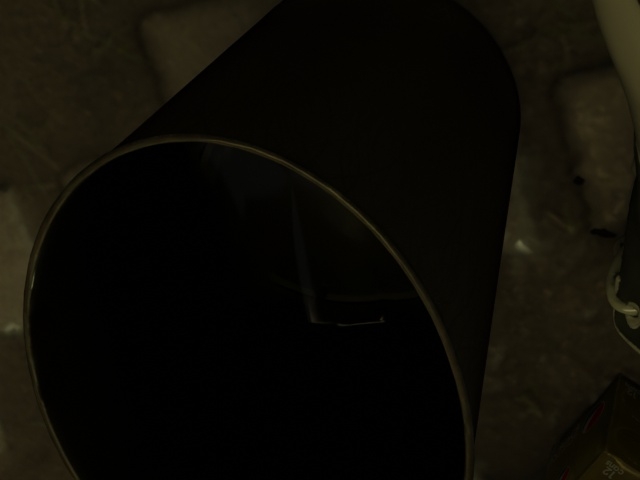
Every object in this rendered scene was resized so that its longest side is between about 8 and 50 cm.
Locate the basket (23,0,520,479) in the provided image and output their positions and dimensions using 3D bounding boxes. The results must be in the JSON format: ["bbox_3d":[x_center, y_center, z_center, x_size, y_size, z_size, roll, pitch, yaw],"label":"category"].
[{"bbox_3d":[0.000,0.000,0.772,0.154,0.227,0.204,-7,117,19],"label":"basket"}]

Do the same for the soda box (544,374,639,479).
[{"bbox_3d":[0.189,0.143,0.904,0.181,0.061,0.058,33,123,-5],"label":"soda box"}]

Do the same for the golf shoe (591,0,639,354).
[{"bbox_3d":[0.157,-0.007,0.803,0.120,0.105,0.273,-18,114,31],"label":"golf shoe"}]
